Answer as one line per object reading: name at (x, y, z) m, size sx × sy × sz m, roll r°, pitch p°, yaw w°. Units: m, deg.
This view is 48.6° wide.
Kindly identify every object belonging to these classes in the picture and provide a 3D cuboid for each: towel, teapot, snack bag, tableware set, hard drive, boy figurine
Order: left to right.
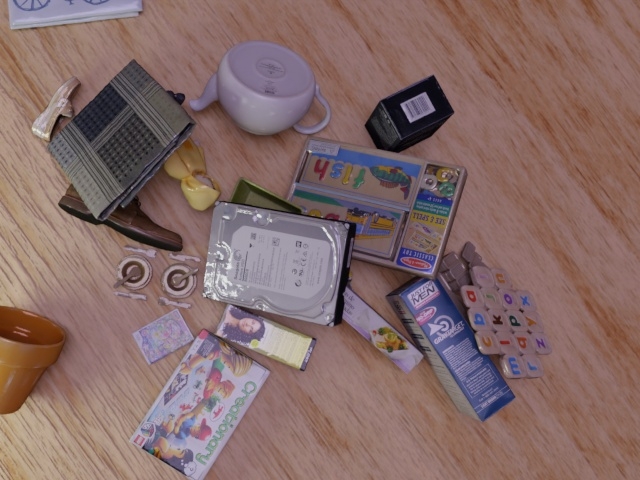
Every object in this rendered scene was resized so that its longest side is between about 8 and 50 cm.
snack bag at (-0.630, -0.703, 1.757) m, size 0.323 × 0.037 × 0.342 m, roll -11°, pitch 85°, yaw -9°
towel at (-0.456, -0.229, 1.616) m, size 0.312 × 0.056 × 0.324 m, roll -45°, pitch 55°, yaw 2°
tableware set at (-0.392, 0.086, 1.689) m, size 0.194 × 0.039 × 0.128 m, roll 11°, pitch 82°, yaw -6°
boy figurine at (-0.324, -0.207, 1.669) m, size 0.092 × 0.177 × 0.285 m, roll -27°, pitch 81°, yaw 20°
teapot at (-0.136, -0.343, 1.708) m, size 0.256 × 0.187 × 0.252 m, roll 43°, pitch 51°, yaw 16°
hard drive at (-0.099, 0.048, 1.617) m, size 0.339 × 0.064 × 0.236 m, roll 11°, pitch 95°, yaw 22°

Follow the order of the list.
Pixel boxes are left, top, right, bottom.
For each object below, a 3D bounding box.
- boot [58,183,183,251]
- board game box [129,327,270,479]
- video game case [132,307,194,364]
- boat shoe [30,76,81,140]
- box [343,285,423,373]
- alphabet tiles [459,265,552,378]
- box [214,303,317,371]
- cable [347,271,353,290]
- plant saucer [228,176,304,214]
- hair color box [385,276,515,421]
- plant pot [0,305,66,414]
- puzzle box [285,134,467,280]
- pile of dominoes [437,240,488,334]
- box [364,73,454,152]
boot at (-0.453, -0.069, 1.673) m, size 0.305 × 0.112 × 0.115 m, roll 25°, pitch 70°, yaw -2°
board game box at (-0.279, 0.385, 1.660) m, size 0.193 × 0.053 × 0.305 m, roll 32°, pitch 80°, yaw -3°
video game case at (-0.374, 0.229, 1.688) m, size 0.122 × 0.011 × 0.087 m, roll -29°, pitch 88°, yaw -9°
boat shoe at (-0.621, -0.313, 1.701) m, size 0.059 × 0.063 × 0.170 m, roll 36°, pitch 90°, yaw -4°
box at (0.110, 0.191, 1.689) m, size 0.324 × 0.067 × 0.063 m, roll 42°, pitch 91°, yaw -13°
alphabet tiles at (0.447, 0.195, 1.706) m, size 0.278 × 0.021 × 0.284 m, roll 7°, pitch 59°, yaw -39°
box at (-0.131, 0.231, 1.695) m, size 0.232 × 0.058 × 0.087 m, roll 22°, pitch 81°, yaw -5°
cable at (0.000, 0.000, 1.757) m, size 0.140 × 0.072 × 0.287 m, roll -8°, pitch 71°, yaw 9°
plant saucer at (-0.144, -0.030, 1.690) m, size 0.188 × 0.045 × 0.188 m, roll 28°, pitch 101°, yaw 18°
hair color box at (0.304, 0.249, 1.689) m, size 0.105 × 0.174 × 0.347 m, roll -33°, pitch 88°, yaw -9°
plant pot at (-0.693, 0.270, 1.561) m, size 0.205 × 0.205 × 0.188 m, roll 22°, pitch 96°, yaw -4°
puzzle box at (0.114, -0.084, 1.680) m, size 0.409 × 0.052 × 0.272 m, roll 14°, pitch 79°, yaw 20°
pile of dominoes at (0.378, 0.143, 1.757) m, size 0.196 × 0.040 × 0.251 m, roll -32°, pitch 88°, yaw -42°
box at (0.211, -0.295, 1.727) m, size 0.153 × 0.207 × 0.108 m, roll -27°, pitch 87°, yaw -11°
